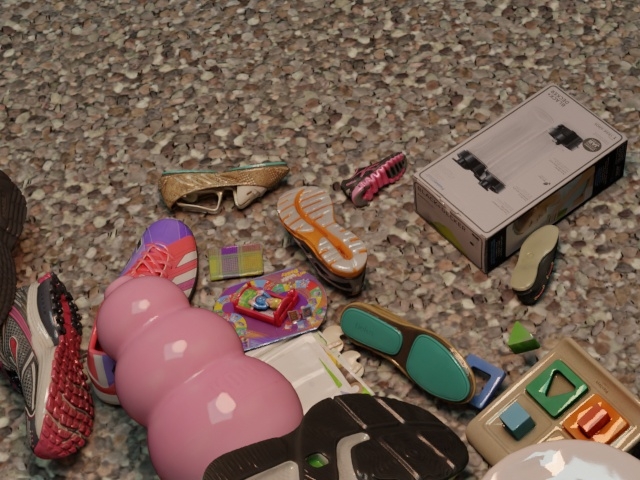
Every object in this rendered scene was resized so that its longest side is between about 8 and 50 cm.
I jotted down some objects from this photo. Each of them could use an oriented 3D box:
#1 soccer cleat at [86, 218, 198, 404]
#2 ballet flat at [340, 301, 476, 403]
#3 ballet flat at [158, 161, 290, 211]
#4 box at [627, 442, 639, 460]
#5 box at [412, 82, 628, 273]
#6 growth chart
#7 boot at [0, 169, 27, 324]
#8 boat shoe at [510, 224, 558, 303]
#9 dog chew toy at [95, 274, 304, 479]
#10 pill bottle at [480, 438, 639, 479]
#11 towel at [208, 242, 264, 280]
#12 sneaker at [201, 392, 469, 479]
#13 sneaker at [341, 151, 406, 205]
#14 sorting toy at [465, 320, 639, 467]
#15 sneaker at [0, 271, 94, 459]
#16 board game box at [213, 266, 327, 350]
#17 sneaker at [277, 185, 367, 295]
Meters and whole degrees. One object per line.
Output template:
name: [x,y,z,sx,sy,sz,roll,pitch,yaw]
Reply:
soccer cleat: [-0.254,0.078,1.954,0.109,0.116,0.318,8,53,13]
ballet flat: [0.133,0.147,1.885,0.232,0.080,0.073,32,19,28]
ballet flat: [-0.147,-0.078,2.111,0.206,0.073,0.067,-6,79,5]
box: [0.376,0.253,1.787,0.062,0.052,0.083,-17,53,-5]
box: [0.299,-0.098,2.052,0.290,0.087,0.169,-34,56,-20]
growth chart: [-0.013,0.210,1.885,0.172,0.021,0.237,-21,53,-11]
boot: [-0.553,0.055,1.974,0.223,0.118,0.338,-24,31,19]
boat shoe: [0.314,0.033,1.978,0.049,0.042,0.133,3,49,35]
dog chew toy: [-0.170,0.182,1.772,0.207,0.206,0.332,-33,75,-19]
pill bottle: [0.262,0.402,1.465,0.224,0.392,0.224,-3,51,4]
towel: [-0.125,0.033,2.045,0.083,0.009,0.060,-8,52,1]
sneaker: [-0.013,0.352,1.688,0.447,0.257,0.169,-10,42,-47]
sneaker: [0.081,-0.104,2.113,0.119,0.047,0.057,-36,45,-22]
sorting toy: [0.304,0.237,1.761,0.196,0.047,0.347,-43,51,-1]
sneaker: [-0.390,0.184,1.897,0.112,0.121,0.299,-23,44,6]
board game box: [-0.076,0.087,1.969,0.169,0.033,0.133,-16,45,-4]
sneaker: [0.000,0.000,2.015,0.084,0.083,0.215,-24,48,-12]
